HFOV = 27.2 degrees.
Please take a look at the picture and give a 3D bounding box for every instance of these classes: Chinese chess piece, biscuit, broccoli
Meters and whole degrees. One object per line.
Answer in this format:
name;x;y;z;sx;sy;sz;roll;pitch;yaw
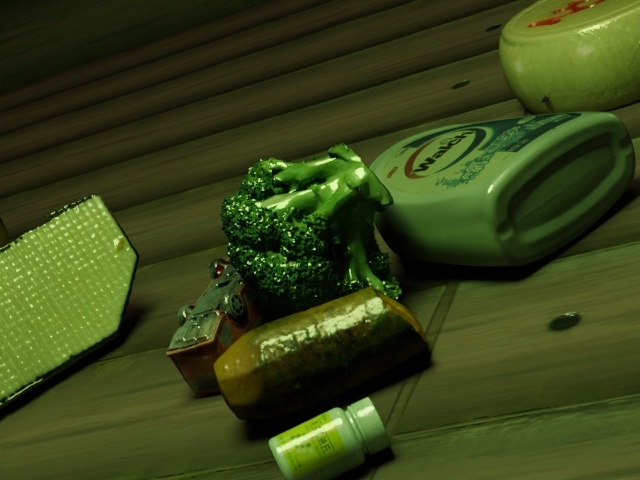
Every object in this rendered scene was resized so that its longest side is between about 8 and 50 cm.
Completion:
Chinese chess piece;0.342;-0.242;1.556;0.273;0.102;0.273;-21;20;8
biscuit;-0.303;0.070;1.397;0.252;0.150;0.052;-33;-4;-22
broccoli;0.000;0.000;1.202;0.156;0.195;0.195;-45;20;2

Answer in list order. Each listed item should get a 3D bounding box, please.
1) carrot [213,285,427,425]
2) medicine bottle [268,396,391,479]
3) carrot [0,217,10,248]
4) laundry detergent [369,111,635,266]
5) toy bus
carrot;-0.001;0.092;1.098;0.173;0.082;0.082;-27;19;0
medicine bottle;0.007;0.151;0.980;0.083;0.047;0.047;-26;19;-5
carrot;-0.519;0.068;1.515;0.242;0.241;0.340;-17;17;18
laundry detergent;0.146;-0.058;1.295;0.215;0.105;0.280;-34;20;-25
toy bus;-0.080;0.067;1.259;0.065;0.077;0.192;-16;23;27
